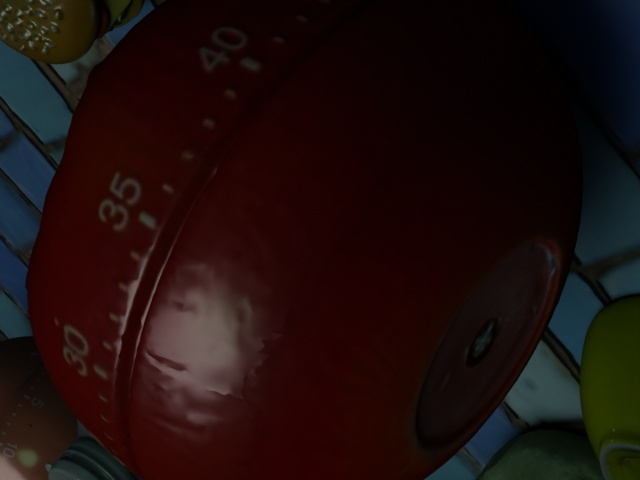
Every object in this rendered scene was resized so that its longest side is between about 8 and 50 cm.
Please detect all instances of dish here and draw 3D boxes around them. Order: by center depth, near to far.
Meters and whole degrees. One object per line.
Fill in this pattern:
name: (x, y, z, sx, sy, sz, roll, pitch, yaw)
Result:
dish: (0.299, 0.157, 0.997, 0.262, 0.108, 0.221, -3, 128, 47)

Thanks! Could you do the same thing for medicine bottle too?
medicine bottle: (-0.184, 0.196, 1.425, 0.135, 0.215, 0.135, 27, 144, 21)

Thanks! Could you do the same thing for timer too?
timer: (0.000, 0.000, 0.869, 0.279, 0.378, 0.378, 34, 147, 26)
timer: (-0.335, 0.231, 1.608, 0.215, 0.230, 0.230, 27, 145, 4)

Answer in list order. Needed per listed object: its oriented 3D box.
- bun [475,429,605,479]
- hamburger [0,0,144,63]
bun: (0.216, 0.263, 1.197, 0.195, 0.118, 0.195, 25, 140, 23)
hamburger: (-0.216, -0.218, 1.071, 0.162, 0.115, 0.162, 25, 144, 20)
